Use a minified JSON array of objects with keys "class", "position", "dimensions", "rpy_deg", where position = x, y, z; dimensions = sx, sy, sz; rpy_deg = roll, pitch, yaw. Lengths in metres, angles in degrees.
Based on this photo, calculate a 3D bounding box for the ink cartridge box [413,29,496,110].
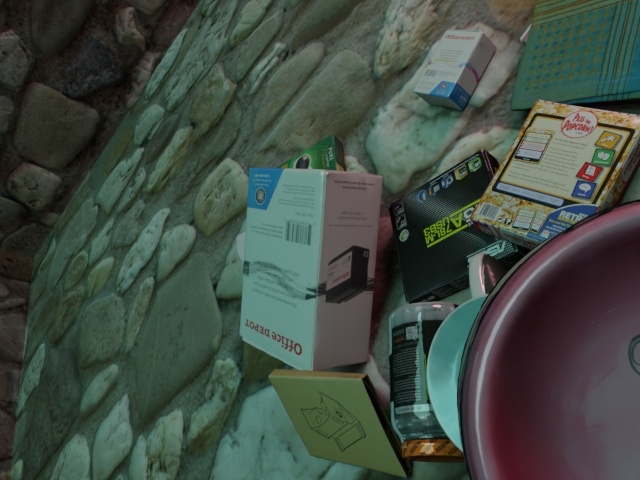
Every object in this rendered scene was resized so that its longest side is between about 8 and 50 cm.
[{"class":"ink cartridge box","position":[0.231,-0.295,0.927],"dimensions":[0.088,0.052,0.122],"rpy_deg":[33,97,52]}]

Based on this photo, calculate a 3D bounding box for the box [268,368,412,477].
[{"class":"box","position":[0.023,0.264,0.796],"dimensions":[0.201,0.164,0.021],"rpy_deg":[-11,19,46]}]

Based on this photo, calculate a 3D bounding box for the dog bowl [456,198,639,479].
[{"class":"dog bowl","position":[0.297,0.144,0.410],"dimensions":[0.408,0.150,0.408],"rpy_deg":[-7,74,24]}]

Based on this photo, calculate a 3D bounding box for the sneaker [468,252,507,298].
[{"class":"sneaker","position":[0.280,0.117,0.609],"dimensions":[0.147,0.104,0.296],"rpy_deg":[-37,52,29]}]

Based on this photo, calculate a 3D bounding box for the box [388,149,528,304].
[{"class":"box","position":[0.199,-0.016,0.816],"dimensions":[0.190,0.045,0.184],"rpy_deg":[-31,47,35]}]

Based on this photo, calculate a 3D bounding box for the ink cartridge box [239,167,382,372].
[{"class":"ink cartridge box","position":[-0.024,0.036,0.907],"dimensions":[0.223,0.129,0.307],"rpy_deg":[12,99,51]}]

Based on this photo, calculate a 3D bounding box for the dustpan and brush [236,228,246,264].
[{"class":"dustpan and brush","position":[-0.111,0.051,1.141],"dimensions":[0.147,0.060,0.211],"rpy_deg":[-27,44,22]}]

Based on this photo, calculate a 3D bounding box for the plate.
[{"class":"plate","position":[0.200,0.152,0.588],"dimensions":[0.188,0.024,0.188],"rpy_deg":[-14,70,44]}]

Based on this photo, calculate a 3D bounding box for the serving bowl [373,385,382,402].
[{"class":"serving bowl","position":[0.066,0.261,0.832],"dimensions":[0.083,0.027,0.083],"rpy_deg":[-27,51,39]}]

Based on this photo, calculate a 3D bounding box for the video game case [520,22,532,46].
[{"class":"video game case","position":[0.436,-0.321,0.726],"dimensions":[0.204,0.025,0.285],"rpy_deg":[-55,39,13]}]

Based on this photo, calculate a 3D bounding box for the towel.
[{"class":"towel","position":[0.403,-0.351,0.692],"dimensions":[0.271,0.040,0.370],"rpy_deg":[15,92,56]}]

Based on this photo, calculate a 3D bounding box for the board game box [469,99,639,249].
[{"class":"board game box","position":[0.305,-0.080,0.689],"dimensions":[0.146,0.045,0.193],"rpy_deg":[26,83,43]}]

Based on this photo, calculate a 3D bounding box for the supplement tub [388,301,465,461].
[{"class":"supplement tub","position":[0.149,0.186,0.706],"dimensions":[0.117,0.117,0.190],"rpy_deg":[-23,53,40]}]

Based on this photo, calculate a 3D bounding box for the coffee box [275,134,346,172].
[{"class":"coffee box","position":[-0.031,-0.133,1.132],"dimensions":[0.184,0.040,0.113],"rpy_deg":[-27,50,27]}]
